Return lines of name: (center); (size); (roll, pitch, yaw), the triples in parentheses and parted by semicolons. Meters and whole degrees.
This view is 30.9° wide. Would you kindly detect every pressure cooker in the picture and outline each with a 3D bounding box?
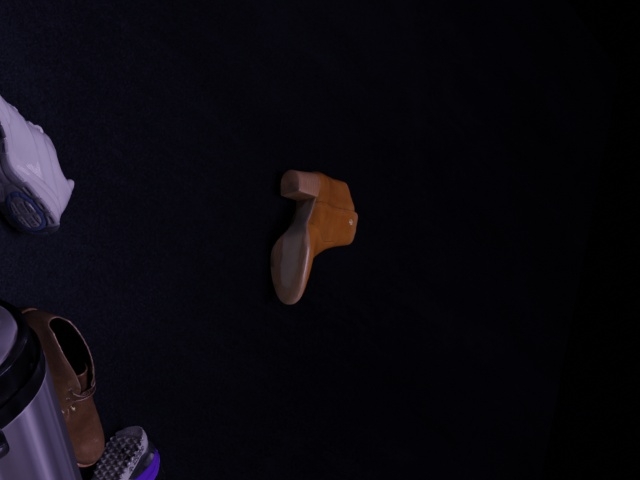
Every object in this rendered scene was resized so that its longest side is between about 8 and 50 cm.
pressure cooker: (-0.528, 0.261, 1.545); (0.375, 0.369, 0.420); (-75, 159, -61)

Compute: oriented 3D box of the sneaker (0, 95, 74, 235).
sneaker: (-0.497, -0.150, 1.849); (0.129, 0.111, 0.297); (-69, 143, -48)

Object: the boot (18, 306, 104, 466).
boot: (-0.417, 0.253, 1.916); (0.112, 0.115, 0.305); (-44, 124, -45)

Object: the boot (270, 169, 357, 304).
boot: (-0.001, -0.001, 2.456); (0.211, 0.104, 0.295); (15, 74, -51)

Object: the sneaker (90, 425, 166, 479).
sneaker: (-0.354, 0.477, 2.001); (0.293, 0.102, 0.146); (-57, 132, -35)
